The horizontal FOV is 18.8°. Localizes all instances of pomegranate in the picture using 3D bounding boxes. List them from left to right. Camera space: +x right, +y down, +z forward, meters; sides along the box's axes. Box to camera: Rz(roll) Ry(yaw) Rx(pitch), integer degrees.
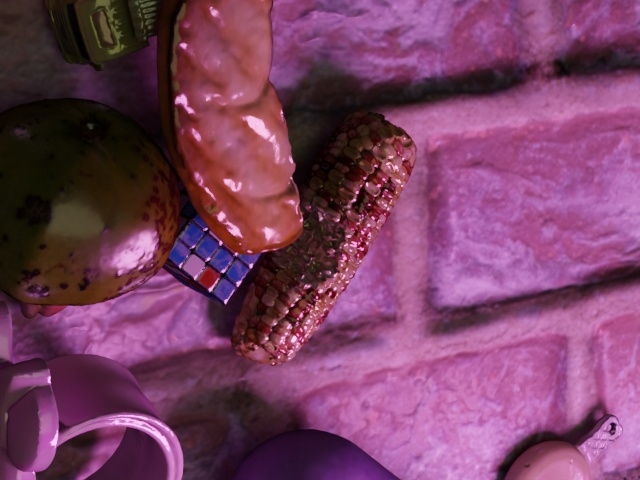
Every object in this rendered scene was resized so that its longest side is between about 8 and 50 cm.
[{"bbox_3d":[-0.242,-0.011,1.810,0.214,0.214,0.248,-11,140,-28],"label":"pomegranate"}]

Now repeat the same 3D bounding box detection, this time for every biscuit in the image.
[{"bbox_3d":[-0.088,-0.117,1.816,0.154,0.045,0.299,-27,118,-41],"label":"biscuit"}]

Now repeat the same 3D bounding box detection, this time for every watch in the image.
[{"bbox_3d":[-0.249,0.186,1.851,0.218,0.211,0.248,1,120,-35],"label":"watch"}]

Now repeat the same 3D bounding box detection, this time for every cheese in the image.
[{"bbox_3d":[0.286,0.270,2.250,0.171,0.047,0.092,-21,112,-25],"label":"cheese"}]

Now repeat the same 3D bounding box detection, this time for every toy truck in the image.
[{"bbox_3d":[-0.153,-0.226,1.837,0.191,0.116,0.085,-23,111,-24],"label":"toy truck"}]

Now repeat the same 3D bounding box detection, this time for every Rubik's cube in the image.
[{"bbox_3d":[-0.119,-0.005,1.923,0.092,0.092,0.092,40,81,-32],"label":"Rubik's cube"}]

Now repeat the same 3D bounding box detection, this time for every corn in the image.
[{"bbox_3d":[0.000,0.000,1.994,0.098,0.098,0.289,34,85,-31],"label":"corn"}]

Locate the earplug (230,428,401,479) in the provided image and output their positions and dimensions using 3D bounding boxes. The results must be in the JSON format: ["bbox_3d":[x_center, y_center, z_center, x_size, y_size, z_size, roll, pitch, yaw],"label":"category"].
[{"bbox_3d":[0.080,0.367,2.070,0.456,0.215,0.215,44,79,-27],"label":"earplug"}]
